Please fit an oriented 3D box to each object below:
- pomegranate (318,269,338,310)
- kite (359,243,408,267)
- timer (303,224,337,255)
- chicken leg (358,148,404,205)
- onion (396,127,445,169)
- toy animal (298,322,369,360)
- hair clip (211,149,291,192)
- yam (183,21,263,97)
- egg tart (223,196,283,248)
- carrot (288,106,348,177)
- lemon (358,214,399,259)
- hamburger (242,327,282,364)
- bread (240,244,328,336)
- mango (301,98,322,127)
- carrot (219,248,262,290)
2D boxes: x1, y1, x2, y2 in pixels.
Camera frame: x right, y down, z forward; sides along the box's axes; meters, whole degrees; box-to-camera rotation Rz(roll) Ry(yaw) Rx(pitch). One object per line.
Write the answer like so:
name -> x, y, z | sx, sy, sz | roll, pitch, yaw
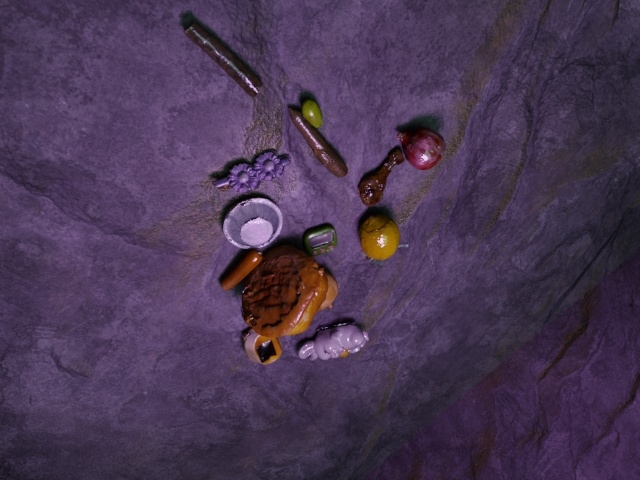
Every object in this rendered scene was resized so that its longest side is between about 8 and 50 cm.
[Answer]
pomegranate -> -0.005, 0.221, 1.876 | 0.196, 0.196, 0.196 | -11, 127, -16
kite -> 0.291, 0.037, 1.980 | 0.250, 0.012, 0.229 | -11, 128, -17
timer -> 0.000, 0.000, 1.805 | 0.140, 0.047, 0.128 | -18, 130, -11
chicken leg -> 0.240, -0.249, 1.717 | 0.251, 0.087, 0.107 | -54, 144, 10
onion -> 0.373, -0.360, 1.649 | 0.195, 0.159, 0.159 | 27, 111, -18
toy animal -> 0.064, 0.503, 2.128 | 0.325, 0.154, 0.208 | -19, 154, 17
hair clip -> -0.233, -0.234, 1.522 | 0.292, 0.084, 0.106 | -25, 86, -8
yam -> -0.282, -0.538, 1.298 | 0.061, 0.061, 0.274 | -45, 127, 11
egg tart -> -0.248, -0.053, 1.632 | 0.234, 0.094, 0.234 | -13, 130, -16
carrot -> -0.009, -0.342, 1.549 | 0.070, 0.070, 0.342 | -40, 128, 7
lemon -> 0.246, -0.013, 1.818 | 0.181, 0.180, 0.193 | 2, 106, -25
hamburger -> -0.263, 0.472, 1.990 | 0.173, 0.116, 0.210 | -28, 126, -13
bread -> -0.137, 0.211, 1.708 | 0.358, 0.337, 0.204 | -57, 137, -6
mango -> -0.025, -0.431, 1.472 | 0.056, 0.073, 0.108 | -12, 131, 23
carrot -> -0.311, 0.114, 1.722 | 0.067, 0.067, 0.225 | 30, 117, -36
